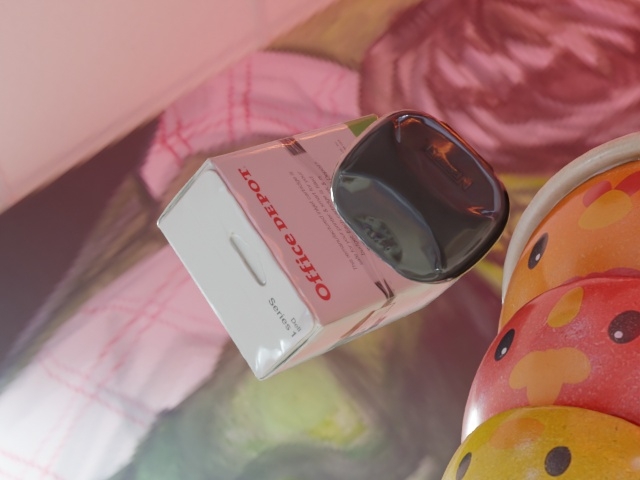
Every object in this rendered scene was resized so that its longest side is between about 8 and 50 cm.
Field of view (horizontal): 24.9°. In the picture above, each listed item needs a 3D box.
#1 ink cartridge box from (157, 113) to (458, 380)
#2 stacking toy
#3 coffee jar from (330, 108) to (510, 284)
[{"bbox_3d":[0.000,0.000,1.174,0.219,0.160,0.092,-19,-20,-48],"label":"ink cartridge box"},{"bbox_3d":[0.186,0.172,0.876,0.480,0.351,0.350,-43,-18,-45],"label":"stacking toy"},{"bbox_3d":[0.060,-0.024,0.839,0.079,0.096,0.184,-46,-5,5],"label":"coffee jar"}]
